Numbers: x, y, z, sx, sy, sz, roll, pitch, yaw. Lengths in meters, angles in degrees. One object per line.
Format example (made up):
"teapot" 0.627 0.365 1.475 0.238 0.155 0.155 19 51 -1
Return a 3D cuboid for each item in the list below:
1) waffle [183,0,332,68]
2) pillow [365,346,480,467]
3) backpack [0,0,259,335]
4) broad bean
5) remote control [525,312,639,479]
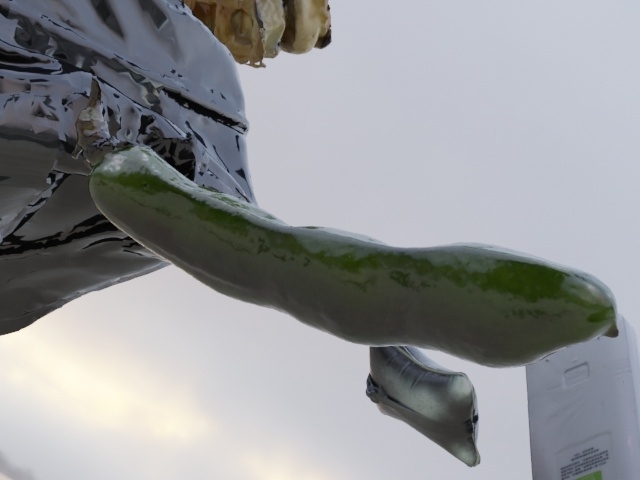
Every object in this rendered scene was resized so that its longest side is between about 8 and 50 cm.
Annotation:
"waffle" -0.092 -0.311 1.313 0.213 0.091 0.308 17 -63 47
"pillow" 0.088 0.131 1.344 0.055 0.091 0.136 3 15 -44
"backpack" -0.233 -0.078 0.907 0.363 0.254 0.446 17 -9 -40
"broad bean" -0.001 0.004 0.556 0.227 0.039 0.069 21 -48 24
"remote control" 0.222 0.165 1.294 0.103 0.250 0.034 -27 -58 23
